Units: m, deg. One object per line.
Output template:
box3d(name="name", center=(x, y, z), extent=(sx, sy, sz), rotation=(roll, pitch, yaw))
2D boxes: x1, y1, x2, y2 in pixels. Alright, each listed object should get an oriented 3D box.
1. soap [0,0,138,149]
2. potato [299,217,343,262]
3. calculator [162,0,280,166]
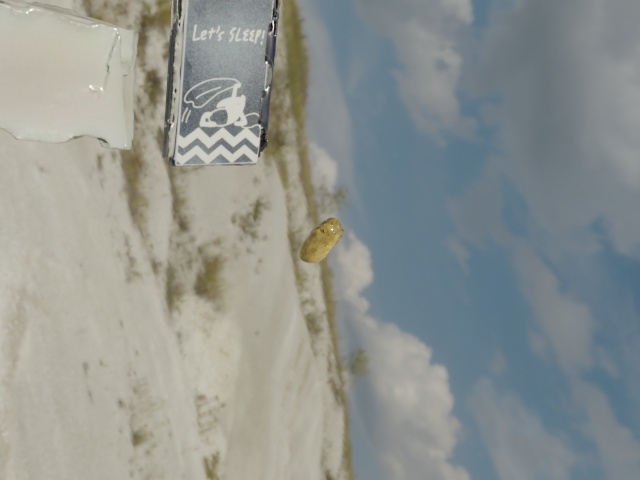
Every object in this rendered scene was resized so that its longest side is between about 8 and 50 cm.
box3d(name="soap", center=(-0.351, -0.184, 0.953), extent=(0.302, 0.257, 0.159), rotation=(-73, 179, -75))
box3d(name="potato", center=(0.000, 0.000, 1.324), extent=(0.051, 0.083, 0.040), rotation=(26, 20, -51))
box3d(name="calculator", center=(-0.135, -0.234, 1.200), extent=(0.028, 0.165, 0.274), rotation=(29, -63, 50))
